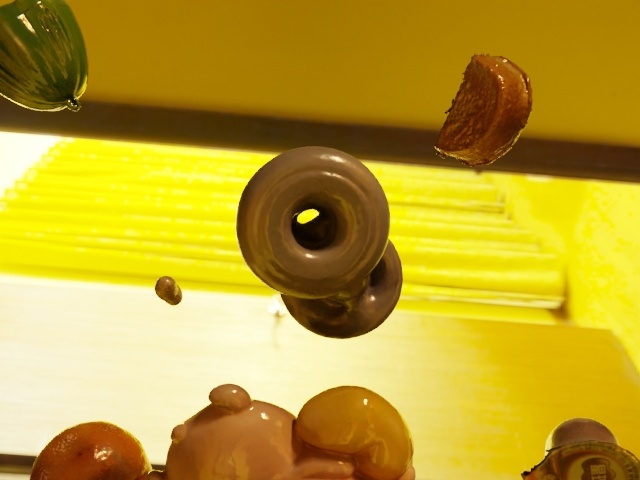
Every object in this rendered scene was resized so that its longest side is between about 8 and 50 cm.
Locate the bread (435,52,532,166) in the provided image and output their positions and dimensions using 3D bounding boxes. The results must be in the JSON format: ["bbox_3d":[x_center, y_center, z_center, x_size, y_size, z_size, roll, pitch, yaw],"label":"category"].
[{"bbox_3d":[0.333,-0.249,1.824,0.139,0.143,0.229,38,114,43],"label":"bread"}]

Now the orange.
[{"bbox_3d":[-0.385,0.423,1.567,0.170,0.224,0.224,7,93,54],"label":"orange"}]

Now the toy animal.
[{"bbox_3d":[-0.017,0.322,1.103,0.277,0.345,0.247,-53,24,37],"label":"toy animal"}]

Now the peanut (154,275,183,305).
[{"bbox_3d":[-0.230,0.076,1.394,0.083,0.037,0.037,58,-146,-69],"label":"peanut"}]

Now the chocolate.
[{"bbox_3d":[0.482,0.410,1.706,0.147,0.221,0.221,-86,1,-64],"label":"chocolate"}]

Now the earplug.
[{"bbox_3d":[0.004,0.008,1.312,0.175,0.214,0.325,61,178,45],"label":"earplug"}]

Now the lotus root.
[{"bbox_3d":[-0.427,-0.267,1.431,0.186,0.186,0.186,-175,90,-87],"label":"lotus root"}]
